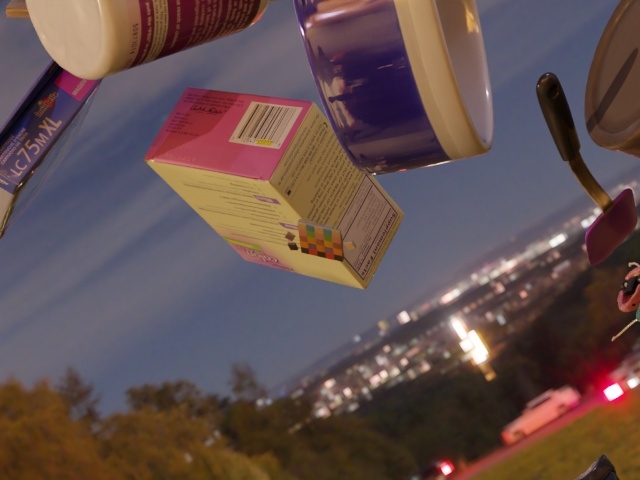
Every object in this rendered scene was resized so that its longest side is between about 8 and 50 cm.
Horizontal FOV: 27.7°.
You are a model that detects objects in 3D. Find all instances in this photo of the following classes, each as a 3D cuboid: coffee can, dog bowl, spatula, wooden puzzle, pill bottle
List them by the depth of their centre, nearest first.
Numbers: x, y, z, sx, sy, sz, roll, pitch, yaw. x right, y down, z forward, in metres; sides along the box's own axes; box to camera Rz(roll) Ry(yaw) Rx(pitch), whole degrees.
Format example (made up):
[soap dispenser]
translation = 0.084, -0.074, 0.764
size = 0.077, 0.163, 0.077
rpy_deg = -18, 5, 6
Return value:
[dog bowl]
translation = 0.061, -0.189, 1.061
size = 0.104, 0.264, 0.265
rpy_deg = -12, -1, 15
[coffee can]
translation = 0.448, -0.151, 1.363
size = 0.275, 0.201, 0.201
rpy_deg = 17, -23, -14
[spatula]
translation = 0.285, -0.075, 1.407
size = 0.084, 0.296, 0.030
rpy_deg = -45, 41, -11
[wooden puzzle]
translation = 0.000, 0.000, 1.409
size = 0.049, 0.083, 0.006
rpy_deg = 84, -155, -47
[pill bottle]
translation = -0.159, -0.295, 1.434
size = 0.302, 0.169, 0.169
rpy_deg = -25, -8, -35

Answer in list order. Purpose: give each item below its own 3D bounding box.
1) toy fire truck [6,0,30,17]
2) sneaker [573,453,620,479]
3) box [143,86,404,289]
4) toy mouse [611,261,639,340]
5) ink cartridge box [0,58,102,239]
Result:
[toy fire truck]
translation = -0.302, -0.357, 1.630
size = 0.217, 0.246, 0.158
rpy_deg = -7, -23, 13
[sneaker]
translation = 0.319, 0.297, 1.307
size = 0.269, 0.153, 0.101
rpy_deg = 11, -45, -39
[box]
translation = -0.054, -0.066, 1.609
size = 0.214, 0.243, 0.117
rpy_deg = 12, 64, 40
[toy mouse]
translation = 0.389, 0.064, 1.523
size = 0.143, 0.031, 0.161
rpy_deg = -59, 13, -6
[ink cartridge box]
translation = -0.356, -0.118, 1.611
size = 0.185, 0.065, 0.311
rpy_deg = -58, 5, -25
